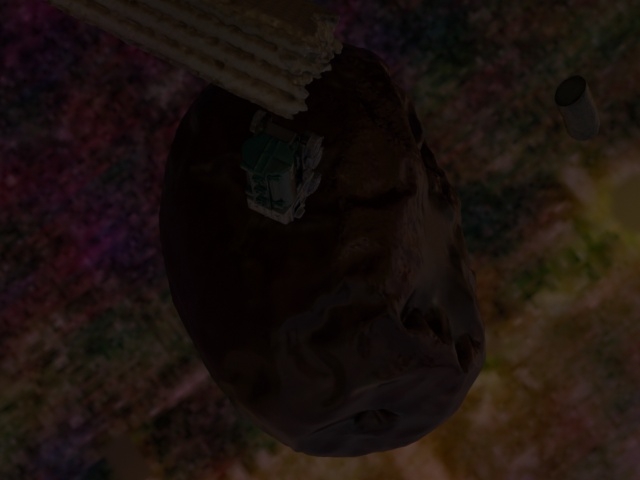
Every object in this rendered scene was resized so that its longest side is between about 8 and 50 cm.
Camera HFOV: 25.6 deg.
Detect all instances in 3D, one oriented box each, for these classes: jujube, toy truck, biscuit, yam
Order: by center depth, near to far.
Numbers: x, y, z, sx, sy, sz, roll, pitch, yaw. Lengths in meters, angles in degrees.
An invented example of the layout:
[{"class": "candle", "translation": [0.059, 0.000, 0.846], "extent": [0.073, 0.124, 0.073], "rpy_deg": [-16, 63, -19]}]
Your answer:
[{"class": "toy truck", "translation": [-0.024, -0.038, 0.791], "extent": [0.044, 0.039, 0.083], "rpy_deg": [-62, 169, -18]}, {"class": "biscuit", "translation": [-0.099, -0.165, 0.952], "extent": [0.108, 0.239, 0.062], "rpy_deg": [-71, -173, -67]}, {"class": "jujube", "translation": [-0.001, -0.001, 1.229], "extent": [0.276, 0.377, 0.276], "rpy_deg": [-15, 144, -11]}, {"class": "yam", "translation": [0.292, -0.151, 1.604], "extent": [0.043, 0.043, 0.094], "rpy_deg": [-37, 147, 4]}]
